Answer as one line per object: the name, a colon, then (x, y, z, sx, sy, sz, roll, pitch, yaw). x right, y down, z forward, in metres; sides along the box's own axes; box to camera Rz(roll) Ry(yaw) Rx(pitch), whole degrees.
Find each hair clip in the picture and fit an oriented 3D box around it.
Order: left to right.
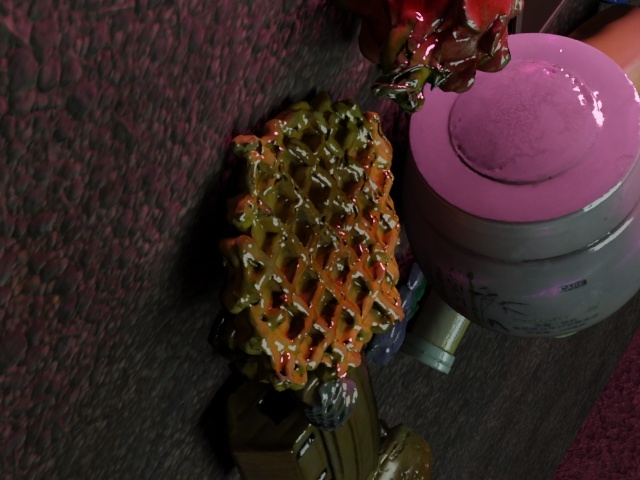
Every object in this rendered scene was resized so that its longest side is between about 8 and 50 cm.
hair clip: (0.084, 0.080, 1.745, 0.195, 0.052, 0.124, -52, 166, -47)

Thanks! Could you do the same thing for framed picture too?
framed picture: (0.280, -0.331, 1.705, 0.252, 0.014, 0.197, -52, 159, -25)

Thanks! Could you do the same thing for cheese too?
cheese: (0.356, -0.138, 1.936, 0.242, 0.124, 0.265, -45, 142, -43)

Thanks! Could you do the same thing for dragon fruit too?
dragon fruit: (0.082, -0.181, 1.238, 0.236, 0.137, 0.135, -48, 142, -38)

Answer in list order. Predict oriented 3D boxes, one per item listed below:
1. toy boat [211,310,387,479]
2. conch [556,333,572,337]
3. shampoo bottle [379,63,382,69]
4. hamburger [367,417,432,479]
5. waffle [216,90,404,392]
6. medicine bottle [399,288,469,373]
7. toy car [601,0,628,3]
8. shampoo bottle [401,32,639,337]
toy boat: (-0.015, 0.195, 1.518, 0.162, 0.136, 0.445, -51, 159, -15)
conch: (0.354, 0.034, 2.235, 0.137, 0.143, 0.250, -23, -151, 44)
shampoo bottle: (0.103, -0.204, 1.417, 0.137, 0.027, 0.048, -50, 160, -29)
hamburger: (0.047, 0.284, 1.787, 0.185, 0.131, 0.159, -48, 153, -24)
waffle: (-0.002, 0.000, 1.285, 0.254, 0.052, 0.245, -24, 110, -52)
medicine bottle: (0.177, 0.057, 1.896, 0.218, 0.074, 0.074, -62, 161, -3)
toy car: (0.402, -0.355, 1.880, 0.216, 0.063, 0.103, -46, 157, -54)
shampoo bottle: (0.217, -0.051, 1.544, 0.273, 0.273, 0.266, -55, 153, -18)
